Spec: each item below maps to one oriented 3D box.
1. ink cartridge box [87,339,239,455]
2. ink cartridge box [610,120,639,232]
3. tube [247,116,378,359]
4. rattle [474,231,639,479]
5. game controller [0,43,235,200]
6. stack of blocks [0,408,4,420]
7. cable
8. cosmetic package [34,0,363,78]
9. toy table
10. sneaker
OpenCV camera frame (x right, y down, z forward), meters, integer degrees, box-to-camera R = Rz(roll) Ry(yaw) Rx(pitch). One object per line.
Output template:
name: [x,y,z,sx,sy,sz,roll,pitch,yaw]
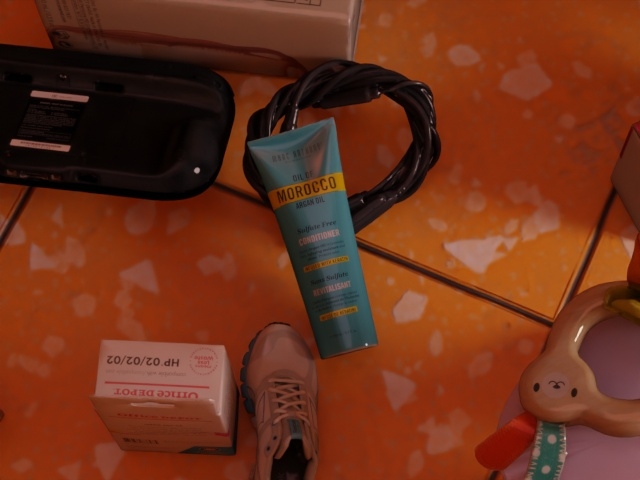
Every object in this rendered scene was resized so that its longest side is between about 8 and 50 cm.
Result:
ink cartridge box: [-0.127,0.127,1.281,0.104,0.181,0.061,2,69,3]
ink cartridge box: [0.359,-0.082,1.372,0.175,0.127,0.072,-23,71,-6]
tube: [0.000,0.000,1.368,0.080,0.052,0.207,-15,84,-2]
rattle: [0.200,0.094,1.137,0.200,0.143,0.130,-29,78,-6]
game controller: [-0.243,-0.112,1.426,0.319,0.067,0.166,6,54,5]
stack of blocks: [-0.450,0.145,1.337,0.297,0.087,0.171,25,72,11]
cable: [0.022,-0.090,1.418,0.184,0.047,0.150,-38,84,-2]
cosmetic package: [-0.106,-0.253,1.454,0.296,0.129,0.153,8,68,6]
toy table: [0.281,0.156,1.252,0.274,0.161,0.252,-14,64,6]
sneaker: [-0.026,0.157,1.314,0.071,0.083,0.190,3,70,-15]
